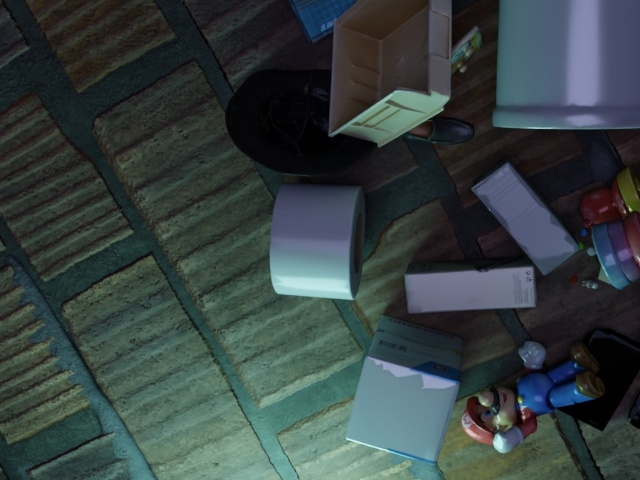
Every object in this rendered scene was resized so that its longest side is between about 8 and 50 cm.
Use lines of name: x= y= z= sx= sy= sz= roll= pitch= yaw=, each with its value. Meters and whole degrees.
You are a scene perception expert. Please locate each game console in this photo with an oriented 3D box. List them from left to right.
game console: x=0.713 y=0.347 z=1.900 sx=0.361 sy=0.044 sz=0.213 roll=25 pitch=106 yaw=4

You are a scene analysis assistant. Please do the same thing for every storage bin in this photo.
storage bin: x=0.137 y=-0.353 z=1.697 sx=0.123 sy=0.260 sz=0.262 roll=13 pitch=70 yaw=-27

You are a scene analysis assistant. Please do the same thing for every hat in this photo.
hat: x=-0.039 y=-0.223 z=1.858 sx=0.331 sy=0.331 sz=0.134 roll=19 pitch=144 yaw=6

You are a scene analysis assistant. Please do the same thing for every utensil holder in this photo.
utensil holder: x=0.495 y=-0.410 z=1.639 sx=0.327 sy=0.327 sz=0.386 roll=1 pitch=99 yaw=11

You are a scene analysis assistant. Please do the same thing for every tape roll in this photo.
tape roll: x=0.000 y=0.000 z=1.858 sx=0.169 sy=0.246 sz=0.246 roll=4 pitch=103 yaw=11

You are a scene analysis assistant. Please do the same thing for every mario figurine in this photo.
mario figurine: x=0.434 y=0.332 z=1.868 sx=0.320 sy=0.198 sz=0.170 roll=-34 pitch=84 yaw=25

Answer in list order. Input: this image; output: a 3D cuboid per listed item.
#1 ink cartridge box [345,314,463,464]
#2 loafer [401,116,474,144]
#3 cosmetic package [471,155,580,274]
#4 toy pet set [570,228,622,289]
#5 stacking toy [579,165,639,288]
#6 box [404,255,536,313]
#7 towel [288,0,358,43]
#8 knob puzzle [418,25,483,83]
ink cartridge box: x=0.187 y=0.313 z=1.875 sx=0.198 sy=0.270 sz=0.197 roll=15 pitch=106 yaw=7
loafer: x=0.244 y=-0.233 z=1.854 sx=0.170 sy=0.061 sz=0.062 roll=3 pitch=102 yaw=10
cosmetic package: x=0.431 y=-0.055 z=1.825 sx=0.107 sy=0.127 sz=0.238 roll=-37 pitch=91 yaw=15
toy pet set: x=0.608 y=0.049 z=1.850 sx=0.065 sy=0.114 sz=0.122 roll=0 pitch=107 yaw=-31
stacking toy: x=0.621 y=0.034 z=1.740 sx=0.130 sy=0.309 sz=0.279 roll=-24 pitch=110 yaw=27
box: x=0.326 y=0.095 z=1.885 sx=0.275 sy=0.113 sz=0.094 roll=-4 pitch=101 yaw=10
towel: x=0.082 y=-0.593 z=1.759 sx=0.370 sy=0.040 sz=0.271 roll=-23 pitch=122 yaw=12
knob puzzle: x=0.258 y=-0.339 z=1.760 sx=0.213 sy=0.213 sz=0.030 roll=-44 pitch=82 yaw=16
